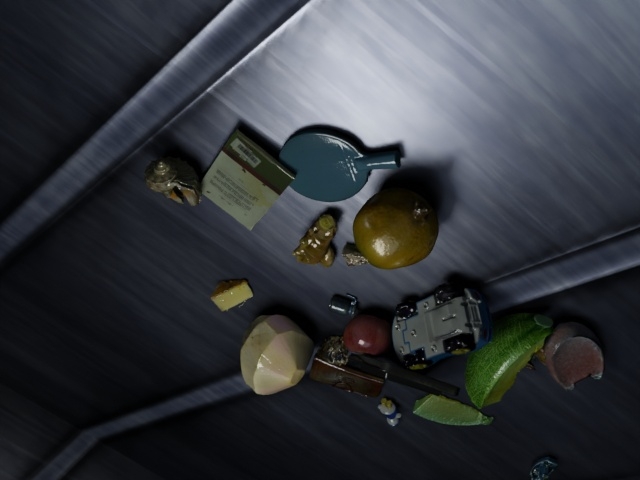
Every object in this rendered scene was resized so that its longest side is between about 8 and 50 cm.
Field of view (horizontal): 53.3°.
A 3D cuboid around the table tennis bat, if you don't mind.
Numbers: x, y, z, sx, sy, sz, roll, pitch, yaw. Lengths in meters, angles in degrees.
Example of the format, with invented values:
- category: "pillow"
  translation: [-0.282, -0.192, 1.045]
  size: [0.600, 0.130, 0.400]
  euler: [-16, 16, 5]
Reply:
- category: "table tennis bat"
  translation: [0.043, -0.188, 1.599]
  size: [0.329, 0.044, 0.215]
  euler: [-3, 128, 28]

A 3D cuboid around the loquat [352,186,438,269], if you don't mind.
- category: "loquat"
  translation: [0.195, -0.035, 1.560]
  size: [0.213, 0.213, 0.246]
  euler: [35, 145, -11]

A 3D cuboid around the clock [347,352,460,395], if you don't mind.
- category: "clock"
  translation: [0.245, 0.412, 1.936]
  size: [0.279, 0.049, 0.273]
  euler: [22, 170, -16]

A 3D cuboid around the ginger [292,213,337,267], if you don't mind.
- category: "ginger"
  translation: [-0.013, 0.005, 1.770]
  size: [0.115, 0.081, 0.205]
  euler: [11, 136, 5]

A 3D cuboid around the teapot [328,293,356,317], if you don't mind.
- category: "teapot"
  translation: [0.070, 0.195, 1.946]
  size: [0.083, 0.063, 0.049]
  euler: [15, 167, 5]

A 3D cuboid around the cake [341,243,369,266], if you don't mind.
- category: "cake"
  translation: [0.131, 0.044, 1.768]
  size: [0.140, 0.051, 0.055]
  euler: [3, 131, 23]

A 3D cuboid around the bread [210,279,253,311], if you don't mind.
- category: "bread"
  translation: [-0.278, 0.180, 2.047]
  size: [0.109, 0.080, 0.084]
  euler: [-6, 131, 30]

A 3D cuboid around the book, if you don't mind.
- category: "book"
  translation: [-0.207, -0.156, 1.725]
  size: [0.201, 0.026, 0.289]
  euler: [38, 139, -10]

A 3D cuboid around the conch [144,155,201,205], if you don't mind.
- category: "conch"
  translation: [-0.396, -0.150, 1.754]
  size: [0.155, 0.130, 0.207]
  euler: [42, 161, 28]

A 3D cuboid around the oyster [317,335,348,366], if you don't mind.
- category: "oyster"
  translation: [0.035, 0.364, 2.082]
  size: [0.051, 0.103, 0.148]
  euler: [-3, 164, -31]

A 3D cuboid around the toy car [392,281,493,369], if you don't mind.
- category: "toy car"
  translation: [0.339, 0.249, 1.795]
  size: [0.166, 0.198, 0.314]
  euler: [13, 148, -36]

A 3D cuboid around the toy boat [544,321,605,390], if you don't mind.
- category: "toy boat"
  translation: [0.691, 0.308, 1.756]
  size: [0.155, 0.085, 0.227]
  euler: [-24, 123, 10]

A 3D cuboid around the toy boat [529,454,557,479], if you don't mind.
- category: "toy boat"
  translation: [0.762, 0.788, 2.187]
  size: [0.060, 0.061, 0.137]
  euler: [25, 136, -1]

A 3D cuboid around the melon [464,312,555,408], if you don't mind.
- category: "melon"
  translation: [0.514, 0.309, 1.777]
  size: [0.124, 0.196, 0.323]
  euler: [15, 130, -10]

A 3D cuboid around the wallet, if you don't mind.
- category: "wallet"
  translation: [0.089, 0.477, 2.203]
  size: [0.255, 0.031, 0.137]
  euler: [18, 135, 7]

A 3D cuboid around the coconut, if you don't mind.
- category: "coconut"
  translation: [-0.140, 0.366, 2.033]
  size: [0.259, 0.259, 0.259]
  euler: [12, 134, 13]

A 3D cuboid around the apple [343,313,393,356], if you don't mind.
- category: "apple"
  translation: [0.148, 0.286, 1.923]
  size: [0.153, 0.120, 0.153]
  euler: [13, 166, 3]

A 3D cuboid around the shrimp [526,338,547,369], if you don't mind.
- category: "shrimp"
  translation: [0.615, 0.324, 1.834]
  size: [0.187, 0.051, 0.132]
  euler: [46, 144, -11]

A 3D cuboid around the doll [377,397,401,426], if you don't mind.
- category: "doll"
  translation: [0.247, 0.610, 2.244]
  size: [0.099, 0.057, 0.143]
  euler: [14, 140, 41]

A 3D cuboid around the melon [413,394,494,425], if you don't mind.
- category: "melon"
  translation: [0.448, 0.567, 2.141]
  size: [0.262, 0.053, 0.114]
  euler: [12, 116, 7]
